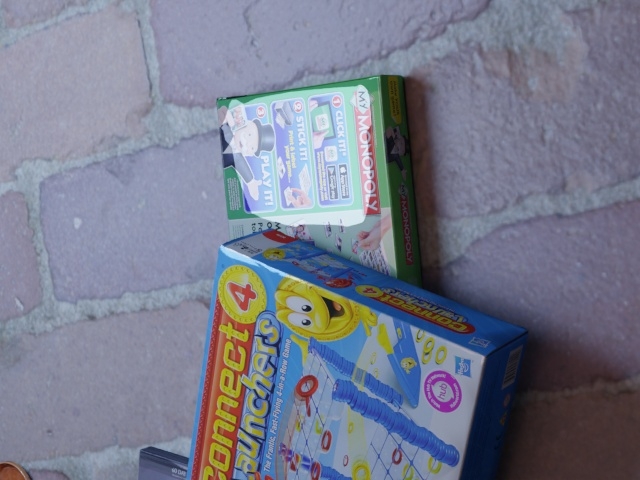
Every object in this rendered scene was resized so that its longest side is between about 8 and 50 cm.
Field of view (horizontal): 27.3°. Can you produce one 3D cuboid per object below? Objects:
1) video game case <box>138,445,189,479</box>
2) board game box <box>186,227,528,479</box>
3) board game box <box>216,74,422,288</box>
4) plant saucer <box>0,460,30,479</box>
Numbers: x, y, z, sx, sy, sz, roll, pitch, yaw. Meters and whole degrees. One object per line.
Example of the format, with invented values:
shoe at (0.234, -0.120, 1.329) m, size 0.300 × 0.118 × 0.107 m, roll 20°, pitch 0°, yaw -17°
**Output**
video game case at (-0.136, 0.391, 1.515) m, size 0.196 × 0.026 × 0.274 m, roll 10°, pitch 102°, yaw 35°
board game box at (0.022, 0.182, 1.285) m, size 0.302 × 0.086 × 0.308 m, roll 21°, pitch 113°, yaw 30°
board game box at (0.000, 0.000, 1.359) m, size 0.214 × 0.046 × 0.317 m, roll -3°, pitch 93°, yaw 36°
plant saucer at (-0.397, 0.325, 1.702) m, size 0.083 × 0.013 × 0.083 m, roll 4°, pitch 97°, yaw 36°
